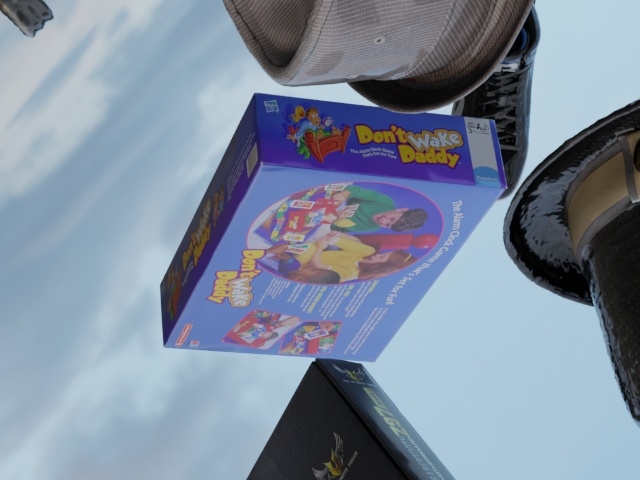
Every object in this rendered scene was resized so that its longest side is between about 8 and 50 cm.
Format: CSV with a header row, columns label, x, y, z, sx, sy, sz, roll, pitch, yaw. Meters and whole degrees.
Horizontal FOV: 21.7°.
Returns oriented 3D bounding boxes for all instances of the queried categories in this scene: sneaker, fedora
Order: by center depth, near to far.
label,x,y,z,sx,sy,sz,roll,pitch,yaw
fedora,0.266,0.025,0.899,0.334,0.334,0.152,-32,-127,49
fedora,0.015,-0.195,1.088,0.124,0.243,0.275,-20,171,-30
sneaker,0.169,-0.145,1.618,0.121,0.079,0.216,-62,154,-89

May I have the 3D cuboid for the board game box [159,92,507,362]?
label,x,y,z,sx,sy,sz,roll,pitch,yaw
board game box,0.000,0.000,1.613,0.347,0.233,0.078,122,-32,-53

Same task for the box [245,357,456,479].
label,x,y,z,sx,sy,sz,roll,pitch,yaw
box,0.006,0.241,1.362,0.183,0.059,0.232,51,-61,44

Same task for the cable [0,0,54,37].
label,x,y,z,sx,sy,sz,roll,pitch,yaw
cable,-0.293,-0.230,1.133,0.072,0.287,0.139,-39,176,-11
